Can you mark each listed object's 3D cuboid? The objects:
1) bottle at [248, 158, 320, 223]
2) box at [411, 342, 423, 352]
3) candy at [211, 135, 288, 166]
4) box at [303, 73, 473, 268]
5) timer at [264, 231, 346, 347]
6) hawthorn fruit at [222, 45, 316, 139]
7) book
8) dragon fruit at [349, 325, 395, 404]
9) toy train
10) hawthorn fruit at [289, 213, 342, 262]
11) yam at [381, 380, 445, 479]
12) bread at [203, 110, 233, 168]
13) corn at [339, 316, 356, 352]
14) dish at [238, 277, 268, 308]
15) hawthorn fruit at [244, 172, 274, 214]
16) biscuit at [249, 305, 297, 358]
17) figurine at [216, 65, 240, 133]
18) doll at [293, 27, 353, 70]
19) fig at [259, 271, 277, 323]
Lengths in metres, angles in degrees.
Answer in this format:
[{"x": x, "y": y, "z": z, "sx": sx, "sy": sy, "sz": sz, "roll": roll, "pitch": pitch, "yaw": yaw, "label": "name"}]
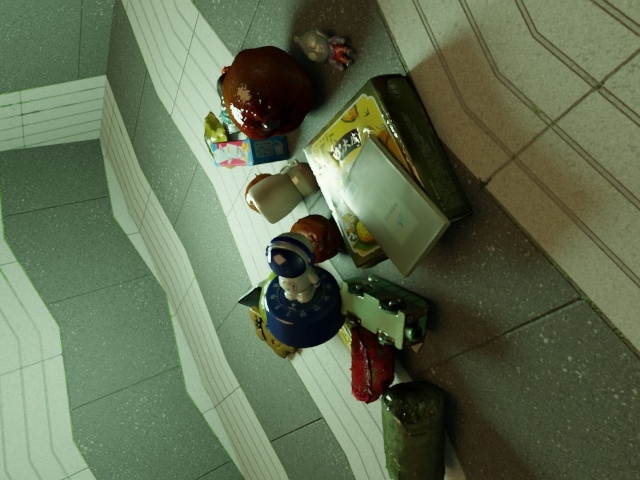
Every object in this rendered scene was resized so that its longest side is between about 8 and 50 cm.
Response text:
[{"x": -0.107, "y": -0.174, "z": 1.697, "sx": 0.147, "sy": 0.237, "sz": 0.147, "roll": 56, "pitch": -177, "yaw": -5, "label": "bottle"}, {"x": 0.276, "y": 0.296, "z": 1.537, "sx": 0.083, "sy": 0.012, "sz": 0.046, "roll": 49, "pitch": 140, "yaw": 30, "label": "box"}, {"x": -0.269, "y": -0.334, "z": 1.895, "sx": 0.306, "sy": 0.157, "sz": 0.100, "roll": 8, "pitch": 110, "yaw": 54, "label": "candy"}, {"x": 0.163, "y": -0.171, "z": 1.382, "sx": 0.373, "sy": 0.138, "sz": 0.419, "roll": -35, "pitch": 77, "yaw": 55, "label": "box"}, {"x": -0.073, "y": 0.125, "z": 1.561, "sx": 0.270, "sy": 0.270, "sz": 0.383, "roll": 41, "pitch": 156, "yaw": 38, "label": "timer"}, {"x": -0.165, "y": -0.467, "z": 1.599, "sx": 0.311, "sy": 0.295, "sz": 0.294, "roll": -92, "pitch": 15, "yaw": -48, "label": "hawthorn fruit"}, {"x": 0.171, "y": -0.086, "z": 1.268, "sx": 0.310, "sy": 0.021, "sz": 0.216, "roll": 54, "pitch": 141, "yaw": 24, "label": "book"}, {"x": 0.167, "y": 0.382, "z": 1.576, "sx": 0.163, "sy": 0.189, "sz": 0.261, "roll": 13, "pitch": 116, "yaw": 41, "label": "dragon fruit"}, {"x": 0.192, "y": 0.207, "z": 1.492, "sx": 0.326, "sy": 0.160, "sz": 0.129, "roll": 24, "pitch": 121, "yaw": 52, "label": "toy train"}, {"x": -0.011, "y": -0.007, "z": 1.695, "sx": 0.179, "sy": 0.173, "sz": 0.173, "roll": -18, "pitch": 90, "yaw": 29, "label": "hawthorn fruit"}, {"x": 0.277, "y": 0.577, "z": 1.503, "sx": 0.195, "sy": 0.195, "sz": 0.299, "roll": 19, "pitch": 120, "yaw": 50, "label": "yam"}, {"x": -0.433, "y": -0.409, "z": 2.128, "sx": 0.233, "sy": 0.088, "sz": 0.160, "roll": 81, "pitch": 163, "yaw": -51, "label": "bread"}, {"x": 0.116, "y": 0.345, "z": 1.742, "sx": 0.165, "sy": 0.063, "sz": 0.085, "roll": 54, "pitch": 166, "yaw": 28, "label": "corn"}, {"x": -0.218, "y": 0.222, "z": 2.110, "sx": 0.243, "sy": 0.182, "sz": 0.080, "roll": -39, "pitch": 35, "yaw": 53, "label": "dish"}, {"x": -0.203, "y": -0.191, "z": 1.909, "sx": 0.285, "sy": 0.166, "sz": 0.165, "roll": -113, "pitch": 20, "yaw": -67, "label": "hawthorn fruit"}, {"x": -0.176, "y": 0.380, "z": 2.117, "sx": 0.302, "sy": 0.043, "sz": 0.278, "roll": -23, "pitch": 106, "yaw": 48, "label": "biscuit"}, {"x": -0.350, "y": -0.540, "z": 1.968, "sx": 0.138, "sy": 0.110, "sz": 0.245, "roll": 52, "pitch": 149, "yaw": 33, "label": "figurine"}, {"x": 0.005, "y": -0.568, "z": 1.487, "sx": 0.228, "sy": 0.075, "sz": 0.102, "roll": 32, "pitch": 140, "yaw": 28, "label": "doll"}, {"x": -0.137, "y": 0.179, "z": 1.875, "sx": 0.233, "sy": 0.233, "sz": 0.313, "roll": -15, "pitch": 98, "yaw": 56, "label": "fig"}]
